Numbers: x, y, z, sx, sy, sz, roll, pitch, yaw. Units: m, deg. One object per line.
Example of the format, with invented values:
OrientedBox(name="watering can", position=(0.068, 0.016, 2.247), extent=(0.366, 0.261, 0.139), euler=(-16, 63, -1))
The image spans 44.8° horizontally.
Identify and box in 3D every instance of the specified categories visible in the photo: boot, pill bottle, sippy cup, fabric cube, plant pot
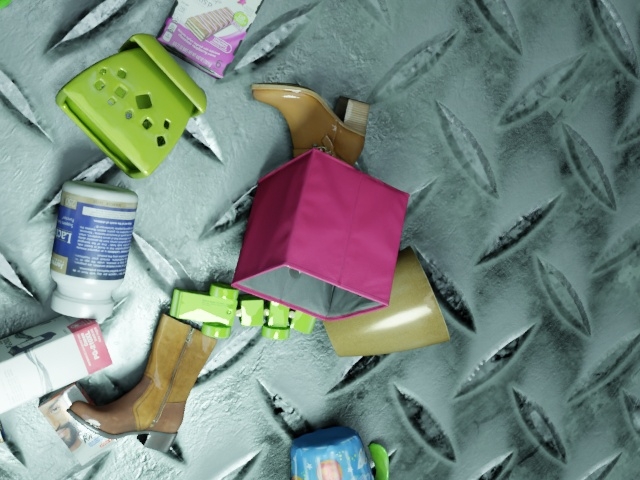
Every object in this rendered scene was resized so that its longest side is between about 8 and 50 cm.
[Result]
OrientedBox(name="boot", position=(-0.379, 0.294, 1.674), extent=(0.264, 0.096, 0.280), euler=(26, 82, -28))
OrientedBox(name="pill bottle", position=(-0.470, 0.018, 1.596), extent=(0.153, 0.153, 0.264), euler=(9, 96, -19))
OrientedBox(name="sippy cup", position=(0.029, 0.568, 1.829), extent=(0.240, 0.305, 0.223), euler=(-10, 91, 12))
OrientedBox(name="fabric cube", position=(0.000, 0.000, 1.643), extent=(0.259, 0.254, 0.258), euler=(23, 66, -25))
OrientedBox(name="boot", position=(-0.039, -0.230, 1.733), extent=(0.284, 0.109, 0.220), euler=(10, 103, -23))
OrientedBox(name="plant pot", position=(0.137, 0.168, 1.798), extent=(0.255, 0.237, 0.237), euler=(-22, 106, 1))
OrientedBox(name="plant pot", position=(-0.369, -0.274, 1.548), extent=(0.207, 0.227, 0.228), euler=(-47, 109, -12))

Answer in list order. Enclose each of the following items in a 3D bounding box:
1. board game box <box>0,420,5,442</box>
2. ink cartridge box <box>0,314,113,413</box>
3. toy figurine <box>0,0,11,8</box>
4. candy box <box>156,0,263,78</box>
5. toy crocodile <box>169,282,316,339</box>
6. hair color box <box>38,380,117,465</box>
OrientedBox(name="board game box", position=(-0.774, 0.328, 1.610), extent=(0.165, 0.042, 0.243), euler=(-14, 104, -15))
OrientedBox(name="ink cartridge box", position=(-0.566, 0.239, 1.572), extent=(0.237, 0.172, 0.100), euler=(-23, 105, -25))
OrientedBox(name="toy figurine", position=(-0.699, -0.506, 1.464), extent=(0.173, 0.130, 0.159), euler=(-28, 98, -34))
OrientedBox(name="candy box", position=(-0.225, -0.480, 1.633), extent=(0.159, 0.071, 0.233), euler=(27, 90, -20))
OrientedBox(name="toy crocodile", position=(-0.167, 0.157, 1.755), extent=(0.341, 0.105, 0.115), euler=(5, 96, -15))
OrientedBox(name="hair color box", position=(-0.529, 0.396, 1.696), extent=(0.093, 0.053, 0.167), euler=(-34, 107, -10))
